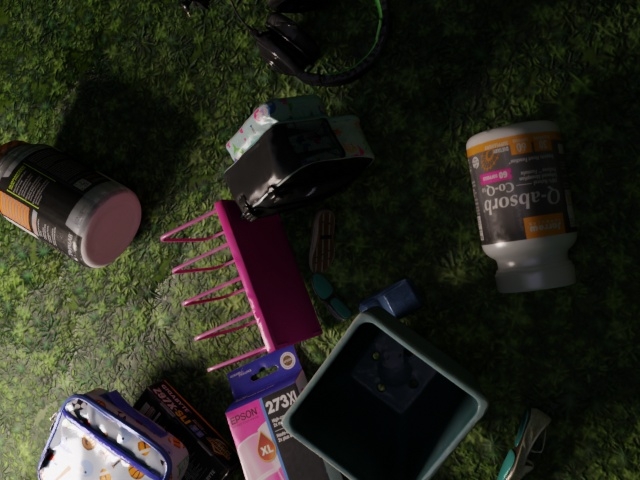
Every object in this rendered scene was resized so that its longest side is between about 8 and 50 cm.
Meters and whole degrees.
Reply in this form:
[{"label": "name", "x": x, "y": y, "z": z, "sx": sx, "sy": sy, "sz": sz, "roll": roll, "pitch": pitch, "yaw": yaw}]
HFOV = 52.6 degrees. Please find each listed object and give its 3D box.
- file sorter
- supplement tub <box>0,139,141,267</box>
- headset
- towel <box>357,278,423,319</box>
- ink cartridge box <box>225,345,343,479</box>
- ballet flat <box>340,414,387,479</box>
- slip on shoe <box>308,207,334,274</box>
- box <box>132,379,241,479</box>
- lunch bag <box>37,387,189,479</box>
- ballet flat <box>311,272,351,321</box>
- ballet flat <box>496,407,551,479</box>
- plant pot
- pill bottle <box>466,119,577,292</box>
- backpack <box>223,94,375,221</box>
[{"label": "file sorter", "x": -0.161, "y": 0.091, "z": 1.280, "sx": 0.182, "sy": 0.202, "sz": 0.290, "roll": -24, "pitch": 81, "yaw": 23}, {"label": "supplement tub", "x": -0.570, "y": -0.089, "z": 1.420, "sx": 0.316, "sy": 0.193, "sz": 0.193, "roll": 28, "pitch": 99, "yaw": 16}, {"label": "headset", "x": -0.062, "y": -0.440, "z": 1.248, "sx": 0.394, "sy": 0.185, "sz": 0.243, "roll": 12, "pitch": 94, "yaw": 7}, {"label": "towel", "x": 0.137, "y": 0.126, "z": 1.268, "sx": 0.119, "sy": 0.029, "sz": 0.067, "roll": -29, "pitch": 82, "yaw": 17}, {"label": "ink cartridge box", "x": -0.076, "y": 0.407, "z": 1.292, "sx": 0.176, "sy": 0.069, "sz": 0.371, "roll": -28, "pitch": 69, "yaw": 17}, {"label": "ballet flat", "x": 0.048, "y": 0.439, "z": 1.286, "sx": 0.084, "sy": 0.058, "sz": 0.250, "roll": 44, "pitch": 103, "yaw": 14}, {"label": "slip on shoe", "x": 0.000, "y": 0.000, "z": 1.309, "sx": 0.051, "sy": 0.041, "sz": 0.135, "roll": -3, "pitch": 107, "yaw": -20}, {"label": "box", "x": -0.358, "y": 0.513, "z": 1.416, "sx": 0.257, "sy": 0.079, "sz": 0.322, "roll": 40, "pitch": 103, "yaw": 16}, {"label": "lunch bag", "x": -0.436, "y": 0.454, "z": 1.346, "sx": 0.303, "sy": 0.115, "sz": 0.243, "roll": 28, "pitch": 97, "yaw": 16}, {"label": "ballet flat", "x": 0.015, "y": 0.118, "z": 1.305, "sx": 0.041, "sy": 0.041, "sz": 0.114, "roll": -41, "pitch": 82, "yaw": 15}, {"label": "ballet flat", "x": 0.373, "y": 0.388, "z": 1.178, "sx": 0.052, "sy": 0.057, "sz": 0.168, "roll": 21, "pitch": 98, "yaw": 8}, {"label": "plant pot", "x": 0.122, "y": 0.263, "z": 1.149, "sx": 0.248, "sy": 0.252, "sz": 0.247, "roll": 36, "pitch": 102, "yaw": 6}, {"label": "pill bottle", "x": 0.352, "y": -0.056, "z": 1.123, "sx": 0.162, "sy": 0.162, "sz": 0.278, "roll": -10, "pitch": 87, "yaw": 19}, {"label": "backpack", "x": -0.036, "y": -0.155, "z": 1.206, "sx": 0.225, "sy": 0.253, "sz": 0.191, "roll": -35, "pitch": 71, "yaw": 51}]
